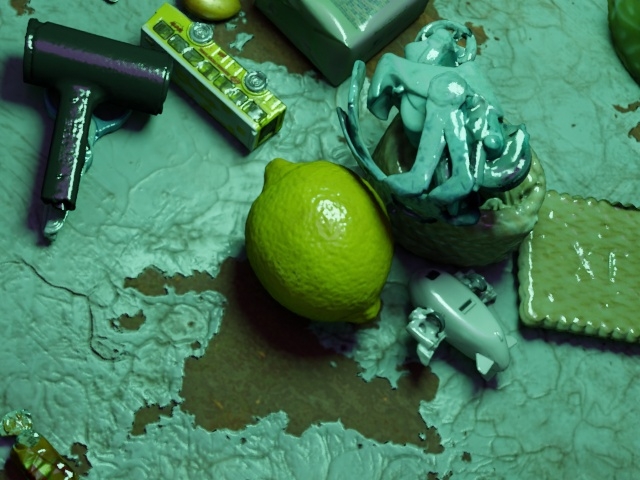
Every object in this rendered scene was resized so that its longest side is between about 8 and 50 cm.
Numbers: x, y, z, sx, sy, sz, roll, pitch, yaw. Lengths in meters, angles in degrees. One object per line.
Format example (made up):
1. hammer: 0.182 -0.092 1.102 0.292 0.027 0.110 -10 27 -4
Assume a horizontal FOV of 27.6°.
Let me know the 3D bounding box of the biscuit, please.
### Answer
1. biscuit: 0.427 0.045 1.800 0.324 0.044 0.217 8 67 -8

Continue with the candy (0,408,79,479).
1. candy: -0.324 0.277 1.558 0.053 0.046 0.182 -36 78 -23

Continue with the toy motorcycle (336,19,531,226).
1. toy motorcycle: 0.136 -0.144 1.615 0.206 0.154 0.260 -25 64 2

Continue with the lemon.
1. lemon: 0.000 0.000 1.658 0.186 0.187 0.244 -26 83 -19

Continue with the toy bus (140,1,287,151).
1. toy bus: -0.146 -0.226 1.771 0.226 0.081 0.074 43 68 7

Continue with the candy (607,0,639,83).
1. candy: 0.519 -0.302 1.843 0.118 0.260 0.260 -32 78 -16

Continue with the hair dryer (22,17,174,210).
1. hair dryer: -0.309 -0.153 1.689 0.197 0.089 0.251 13 70 -8

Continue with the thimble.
1. thimble: 0.178 -0.077 1.746 0.229 0.148 0.196 23 63 -3

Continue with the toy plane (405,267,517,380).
1. toy plane: 0.181 0.107 1.709 0.174 0.080 0.174 14 53 -19

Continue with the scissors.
1. scissors: -0.328 -0.118 1.720 0.125 0.030 0.256 13 63 -6

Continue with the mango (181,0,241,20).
1. mango: -0.155 -0.339 1.834 0.089 0.046 0.060 12 66 -11

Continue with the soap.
1. soap: 0.036 -0.354 1.827 0.182 0.138 0.199 45 68 9
